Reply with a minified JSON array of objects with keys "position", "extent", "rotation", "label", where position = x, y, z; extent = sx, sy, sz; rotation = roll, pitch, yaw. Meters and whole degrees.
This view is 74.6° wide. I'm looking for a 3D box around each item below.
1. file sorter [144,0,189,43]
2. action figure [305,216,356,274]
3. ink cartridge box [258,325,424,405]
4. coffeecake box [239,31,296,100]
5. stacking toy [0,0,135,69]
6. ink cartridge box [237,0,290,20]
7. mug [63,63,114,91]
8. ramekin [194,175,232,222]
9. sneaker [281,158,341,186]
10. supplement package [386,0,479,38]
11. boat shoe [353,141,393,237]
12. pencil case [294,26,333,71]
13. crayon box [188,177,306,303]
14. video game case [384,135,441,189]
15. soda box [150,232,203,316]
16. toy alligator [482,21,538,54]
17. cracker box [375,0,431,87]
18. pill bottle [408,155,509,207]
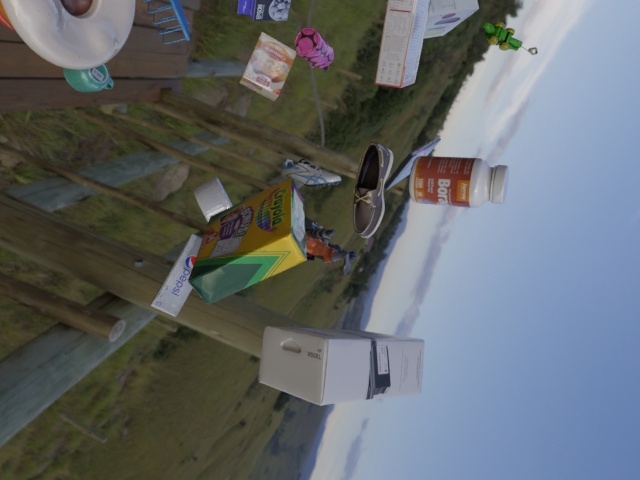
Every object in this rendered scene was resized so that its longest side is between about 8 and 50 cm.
[{"position":[-0.559,-0.827,1.531],"extent":[0.170,0.105,0.118],"rotation":[75,1,-56],"label":"file sorter"},{"position":[0.000,0.000,1.453],"extent":[0.330,0.341,0.178],"rotation":[-136,-127,-61],"label":"action figure"},{"position":[0.063,0.345,1.209],"extent":[0.285,0.395,0.166],"rotation":[-5,-104,49],"label":"ink cartridge box"},{"position":[-0.190,-0.630,1.529],"extent":[0.185,0.142,0.068],"rotation":[-69,-161,-8],"label":"coffeecake box"},{"position":[-0.737,-0.639,1.007],"extent":[0.350,0.480,0.350],"rotation":[20,90,-76],"label":"stacking toy"},{"position":[-0.220,-0.971,1.681],"extent":[0.206,0.208,0.045],"rotation":[131,-52,-69],"label":"ink cartridge box"},{"position":[-0.809,-0.598,1.493],"extent":[0.158,0.097,0.129],"rotation":[-45,134,-53],"label":"mug"},{"position":[-0.522,-0.172,2.121],"extent":[0.135,0.277,0.277],"rotation":[-28,166,-6],"label":"ramekin"},{"position":[-0.036,-0.223,1.387],"extent":[0.085,0.237,0.086],"rotation":[-12,112,-54],"label":"sneaker"},{"position":[0.368,-0.782,1.396],"extent":[0.194,0.203,0.149],"rotation":[-2,-75,70],"label":"supplement package"},{"position":[0.165,-0.173,1.442],"extent":[0.097,0.117,0.324],"rotation":[13,92,-54],"label":"boat shoe"},{"position":[-0.020,-0.628,1.387],"extent":[0.098,0.095,0.209],"rotation":[-25,-179,18],"label":"pencil case"},{"position":[-0.202,-0.015,1.253],"extent":[0.106,0.313,0.363],"rotation":[58,13,-30],"label":"crayon box"},{"position":[0.383,-0.324,1.751],"extent":[0.274,0.026,0.196],"rotation":[-34,166,-44],"label":"video game case"},{"position":[-0.485,0.119,1.491],"extent":[0.286,0.098,0.091],"rotation":[-63,-162,-8],"label":"soda box"},{"position":[0.550,-0.588,1.243],"extent":[0.051,0.190,0.056],"rotation":[-151,-99,-77],"label":"toy alligator"},{"position":[0.189,-0.471,0.937],"extent":[0.156,0.067,0.232],"rotation":[-44,147,-57],"label":"cracker box"},{"position":[0.335,-0.142,1.021],"extent":[0.121,0.216,0.121],"rotation":[-24,118,-57],"label":"pill bottle"}]
